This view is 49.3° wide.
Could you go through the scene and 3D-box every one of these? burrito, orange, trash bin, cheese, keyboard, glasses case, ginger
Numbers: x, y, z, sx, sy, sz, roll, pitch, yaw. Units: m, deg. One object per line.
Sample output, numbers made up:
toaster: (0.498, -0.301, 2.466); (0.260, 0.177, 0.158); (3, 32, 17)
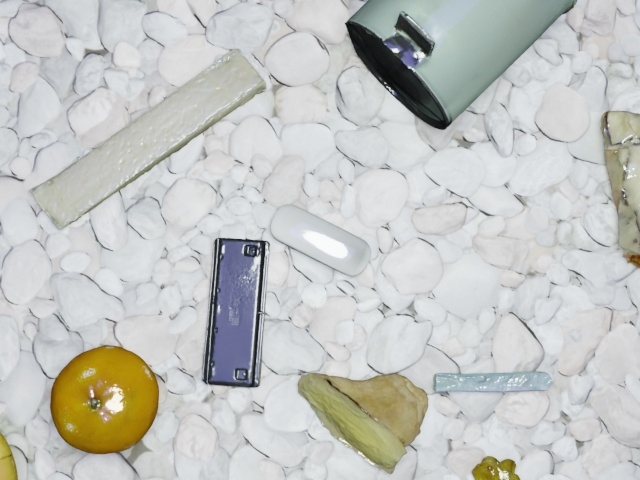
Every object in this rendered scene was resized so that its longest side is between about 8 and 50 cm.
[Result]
burrito: (0.537, -0.045, 1.073); (0.175, 0.107, 0.347); (-15, 82, 13)
orange: (-0.313, 0.232, 1.012); (0.156, 0.124, 0.156); (0, 88, -2)
trash bin: (0.202, -0.328, 1.019); (0.262, 0.277, 0.217); (-44, 86, 2)
cheese: (-0.267, -0.161, 1.098); (0.400, 0.034, 0.085); (-35, 86, -4)
keyboard: (-0.128, 0.111, 1.078); (0.094, 0.025, 0.230); (4, 84, 1)
glasses case: (0.000, 0.000, 1.084); (0.164, 0.041, 0.063); (26, 86, 1)
ginger: (0.067, 0.236, 1.044); (0.193, 0.115, 0.122); (35, 63, 10)

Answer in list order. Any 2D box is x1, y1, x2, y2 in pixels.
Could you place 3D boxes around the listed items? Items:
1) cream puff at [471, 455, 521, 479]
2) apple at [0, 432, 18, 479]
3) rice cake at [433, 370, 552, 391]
cream puff: (0.269, 0.367, 1.043); (0.083, 0.058, 0.083); (15, 86, 2)
apple: (-0.506, 0.335, 0.988); (0.147, 0.146, 0.146); (0, 84, -1)
rice cake: (0.263, 0.217, 1.067); (0.180, 0.042, 0.030); (-1, 82, -2)
